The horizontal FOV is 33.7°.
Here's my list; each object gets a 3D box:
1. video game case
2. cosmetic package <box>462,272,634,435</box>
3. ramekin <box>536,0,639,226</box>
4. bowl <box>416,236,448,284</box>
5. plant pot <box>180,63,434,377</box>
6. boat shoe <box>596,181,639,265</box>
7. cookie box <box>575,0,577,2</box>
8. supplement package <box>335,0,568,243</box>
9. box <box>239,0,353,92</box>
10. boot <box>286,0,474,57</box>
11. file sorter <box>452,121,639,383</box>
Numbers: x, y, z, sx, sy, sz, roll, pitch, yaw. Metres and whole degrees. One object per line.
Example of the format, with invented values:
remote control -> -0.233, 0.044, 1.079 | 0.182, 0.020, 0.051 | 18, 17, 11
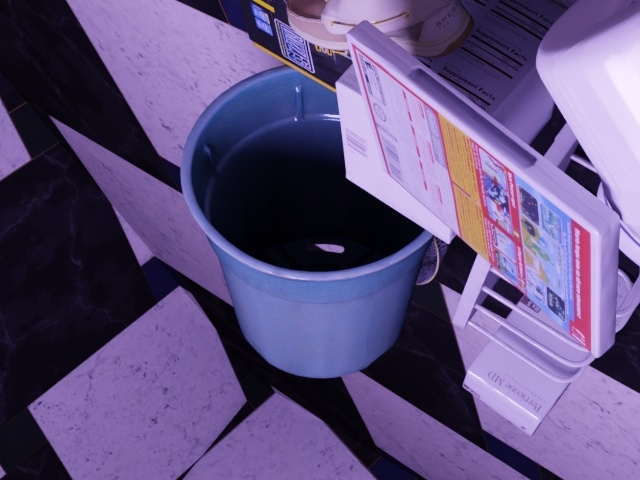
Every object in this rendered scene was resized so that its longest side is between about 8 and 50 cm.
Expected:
video game case -> 0.135, -0.043, 0.885 | 0.285, 0.025, 0.204 | 45, 167, 32
cosmetic package -> 0.300, 0.127, 1.388 | 0.117, 0.231, 0.085 | 34, 161, 16
ramekin -> 0.283, -0.145, 0.718 | 0.135, 0.277, 0.277 | 51, 160, -11
bowl -> 0.137, -0.027, 1.571 | 0.170, 0.080, 0.170 | 35, 145, 30
plant pot -> 0.000, 0.000, 1.418 | 0.341, 0.341, 0.334 | 33, 151, 21
boat shoe -> 0.434, 0.000, 0.972 | 0.367, 0.136, 0.156 | 30, 160, 20
cookie box -> 0.264, -0.194, 0.918 | 0.040, 0.092, 0.107 | 32, 161, 31
supplement package -> 0.138, -0.147, 1.105 | 0.149, 0.203, 0.194 | 35, 161, 18
box -> 0.009, -0.295, 1.222 | 0.257, 0.079, 0.322 | 35, 162, 21
boot -> 0.024, -0.251, 0.972 | 0.213, 0.077, 0.165 | 17, 157, 41
file sorter -> 0.291, 0.025, 1.234 | 0.173, 0.193, 0.278 | 33, 161, 13
